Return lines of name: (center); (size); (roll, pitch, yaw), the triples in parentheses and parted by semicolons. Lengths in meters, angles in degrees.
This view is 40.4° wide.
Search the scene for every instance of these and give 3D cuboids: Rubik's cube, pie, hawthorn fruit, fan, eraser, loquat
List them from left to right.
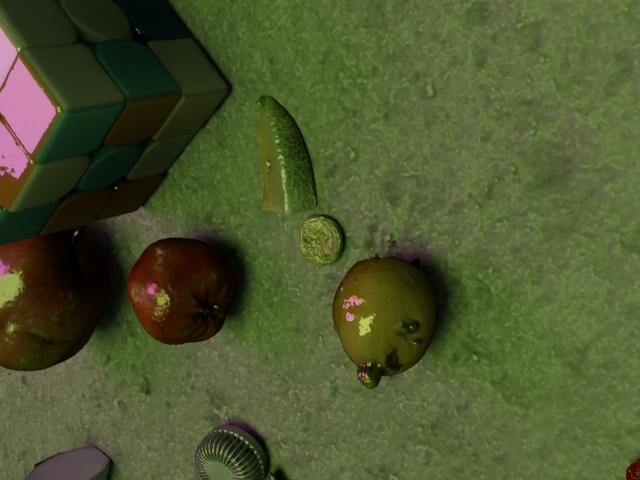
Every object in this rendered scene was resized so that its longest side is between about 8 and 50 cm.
hawthorn fruit: (-0.521, 0.076, 1.598); (0.268, 0.268, 0.300); (43, 113, 18)
Rubik's cube: (-0.425, -0.240, 1.383); (0.344, 0.347, 0.347); (-43, 78, 35)
eraser: (-0.544, 0.581, 1.809); (0.104, 0.189, 0.290); (28, 119, 23)
hawthorn fruit: (-0.242, 0.073, 1.454); (0.200, 0.179, 0.179); (38, 123, 32)
fan: (-0.178, 0.438, 1.580); (0.130, 0.074, 0.244); (32, 126, 12)
pie: (0.001, 0.001, 1.348); (0.084, 0.021, 0.084); (8, 104, 32)
loquat: (0.089, 0.114, 1.223); (0.150, 0.204, 0.172); (11, 145, 2)

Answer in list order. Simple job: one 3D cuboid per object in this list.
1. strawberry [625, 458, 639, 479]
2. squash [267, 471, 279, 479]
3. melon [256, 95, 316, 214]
strawberry: (0.446, 0.336, 1.111); (0.104, 0.048, 0.152); (-18, 106, 31)
squash: (-0.099, 0.548, 1.526); (0.252, 0.169, 0.093); (62, 173, 3)
melon: (-0.062, -0.132, 1.348); (0.098, 0.054, 0.182); (12, 111, 49)
